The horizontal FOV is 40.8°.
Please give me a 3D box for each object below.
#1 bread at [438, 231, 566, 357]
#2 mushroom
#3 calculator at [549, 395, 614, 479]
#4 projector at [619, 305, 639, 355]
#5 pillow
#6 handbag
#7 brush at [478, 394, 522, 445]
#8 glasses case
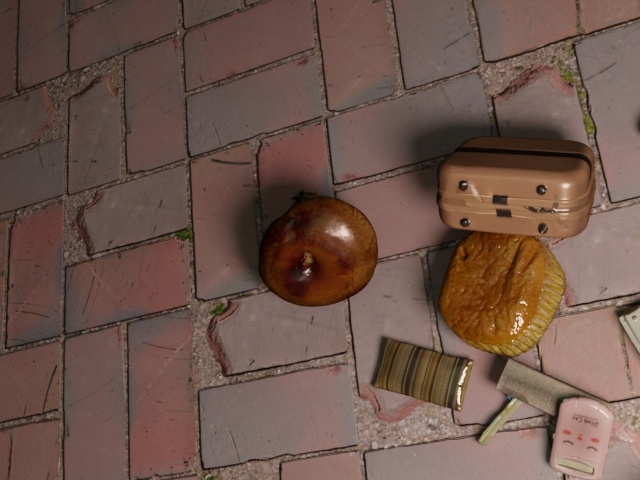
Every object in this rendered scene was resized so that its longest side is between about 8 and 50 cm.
[{"bbox_3d":[0.365,0.101,1.735,0.227,0.142,0.253,20,84,37],"label":"bread"},{"bbox_3d":[0.009,0.013,1.915,0.267,0.267,0.254,16,46,29],"label":"mushroom"},{"bbox_3d":[0.486,0.372,1.605,0.100,0.032,0.175,12,109,22],"label":"calculator"},{"bbox_3d":[0.648,0.183,1.617,0.115,0.061,0.147,-33,61,14],"label":"projector"},{"bbox_3d":[0.214,0.280,1.804,0.203,0.038,0.113,12,82,29],"label":"pillow"},{"bbox_3d":[0.407,-0.125,1.742,0.301,0.283,0.149,5,117,29],"label":"handbag"},{"bbox_3d":[0.371,0.332,1.713,0.178,0.033,0.030,-50,53,3],"label":"brush"},{"bbox_3d":[0.445,0.299,1.655,0.205,0.047,0.071,24,89,17],"label":"glasses case"}]
